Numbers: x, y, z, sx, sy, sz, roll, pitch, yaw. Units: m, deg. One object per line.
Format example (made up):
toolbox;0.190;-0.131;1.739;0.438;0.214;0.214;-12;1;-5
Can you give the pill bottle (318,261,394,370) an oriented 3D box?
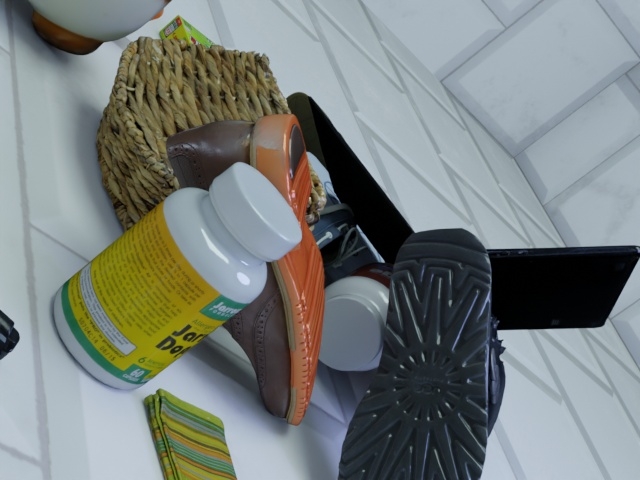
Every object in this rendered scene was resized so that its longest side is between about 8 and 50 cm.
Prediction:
pill bottle;0.057;0.100;1.489;0.121;0.121;0.216;53;17;4

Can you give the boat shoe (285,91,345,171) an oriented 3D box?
boat shoe;0.008;-0.149;1.963;0.223;0.080;0.073;58;11;0

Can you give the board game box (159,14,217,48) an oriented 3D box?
board game box;-0.164;-0.262;1.787;0.181;0.043;0.092;34;25;-46

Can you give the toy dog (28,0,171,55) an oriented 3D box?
toy dog;-0.314;-0.417;1.310;0.408;0.284;0.395;47;18;-24

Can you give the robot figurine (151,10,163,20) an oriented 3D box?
robot figurine;-0.285;-0.389;1.587;0.158;0.128;0.219;22;35;-55

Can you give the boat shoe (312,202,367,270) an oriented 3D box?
boat shoe;0.000;0.000;1.504;0.079;0.095;0.254;56;12;11

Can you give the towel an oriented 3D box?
towel;-0.087;0.238;0.997;0.102;0.021;0.237;33;26;-47

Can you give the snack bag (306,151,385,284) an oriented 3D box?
snack bag;0.037;0.013;1.767;0.323;0.037;0.342;51;17;0

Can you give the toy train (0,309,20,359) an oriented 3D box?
toy train;-0.287;0.030;0.865;0.158;0.036;0.027;46;18;-21

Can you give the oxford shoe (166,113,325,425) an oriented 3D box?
oxford shoe;-0.070;0.036;1.157;0.130;0.132;0.364;-78;165;-56

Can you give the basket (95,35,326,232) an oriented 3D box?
basket;-0.152;-0.060;1.317;0.213;0.223;0.299;3;42;-25

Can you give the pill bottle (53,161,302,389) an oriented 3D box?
pill bottle;-0.122;0.028;1.007;0.117;0.208;0.117;46;17;-19

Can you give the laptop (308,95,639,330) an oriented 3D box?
laptop;0.204;-0.027;1.614;0.382;0.408;0.236;70;19;-72

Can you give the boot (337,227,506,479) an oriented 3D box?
boot;0.139;0.213;1.401;0.146;0.367;0.445;14;-14;11
